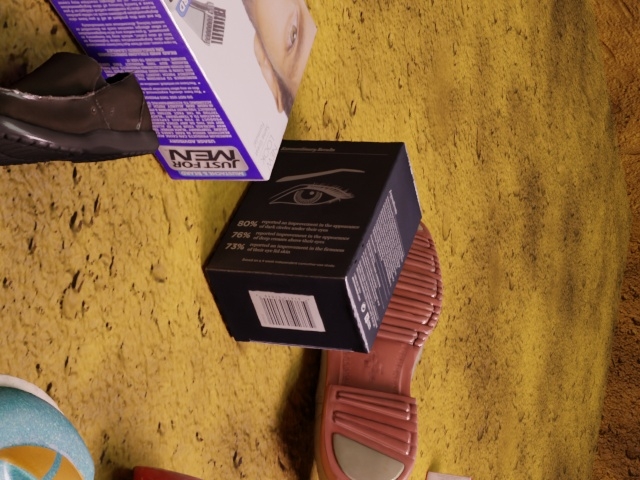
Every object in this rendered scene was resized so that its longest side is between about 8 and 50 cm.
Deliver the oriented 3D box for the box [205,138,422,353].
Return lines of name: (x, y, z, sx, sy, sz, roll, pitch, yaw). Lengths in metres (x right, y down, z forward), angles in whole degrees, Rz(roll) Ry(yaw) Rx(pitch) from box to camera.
box: (0.000, 0.000, 1.190, 0.207, 0.153, 0.108, -63, 147, -41)

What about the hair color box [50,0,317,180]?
hair color box: (-0.119, -0.219, 0.953, 0.339, 0.110, 0.185, 62, 37, -52)

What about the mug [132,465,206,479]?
mug: (-0.123, 0.296, 1.005, 0.150, 0.113, 0.169, 49, 52, -55)

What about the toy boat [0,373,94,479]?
toy boat: (-0.212, 0.244, 0.743, 0.267, 0.148, 0.318, -38, 127, -60)

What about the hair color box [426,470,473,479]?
hair color box: (0.186, 0.425, 1.766, 0.043, 0.072, 0.141, 53, 47, -56)

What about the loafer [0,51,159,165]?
loafer: (-0.195, -0.096, 0.846, 0.220, 0.080, 0.078, -9, 92, -71)

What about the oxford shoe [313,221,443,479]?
oxford shoe: (0.052, 0.139, 1.407, 0.146, 0.140, 0.397, 113, -7, -55)
